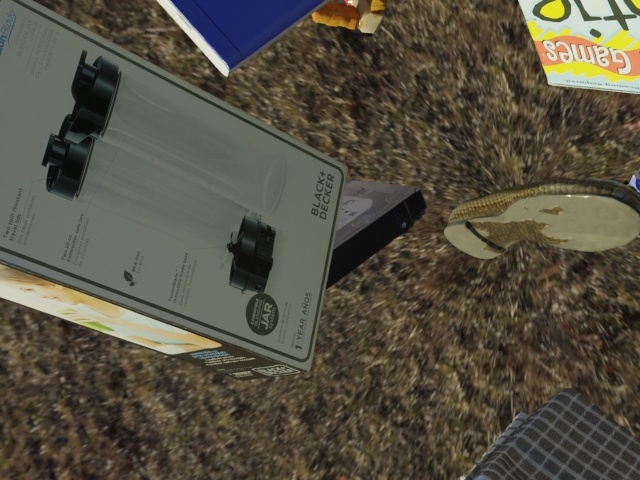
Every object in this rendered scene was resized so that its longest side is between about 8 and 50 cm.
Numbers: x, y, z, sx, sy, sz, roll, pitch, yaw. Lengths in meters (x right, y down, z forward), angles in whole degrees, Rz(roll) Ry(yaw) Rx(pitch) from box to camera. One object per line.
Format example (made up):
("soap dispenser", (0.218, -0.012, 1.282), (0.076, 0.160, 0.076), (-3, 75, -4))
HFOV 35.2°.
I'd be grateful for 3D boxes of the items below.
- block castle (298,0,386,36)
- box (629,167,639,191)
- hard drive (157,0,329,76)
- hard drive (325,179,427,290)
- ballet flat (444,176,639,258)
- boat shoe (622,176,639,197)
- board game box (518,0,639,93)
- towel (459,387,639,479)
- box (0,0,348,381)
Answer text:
("block castle", (-0.065, -0.589, 1.935), (0.453, 0.213, 0.303), (5, 130, -14))
("box", (0.548, -0.105, 1.577), (0.081, 0.028, 0.136), (38, 69, 21))
("hard drive", (-0.096, -0.430, 1.598), (0.318, 0.040, 0.210), (-40, 86, -20))
("hard drive", (0.000, 0.000, 1.817), (0.339, 0.237, 0.064), (-34, 114, -26))
("ballet flat", (0.193, -0.027, 0.886), (0.084, 0.250, 0.058), (38, 71, -15))
("boat shoe", (0.538, -0.077, 1.687), (0.319, 0.116, 0.099), (-13, 62, -8))
("board game box", (0.151, -0.191, 0.420), (0.142, 0.275, 0.144), (11, 69, 30))
("towel", (0.272, 0.288, 0.970), (0.283, 0.235, 0.121), (39, 133, 19))
("box", (-0.128, -0.026, 0.684), (0.087, 0.290, 0.169), (-15, 58, 50))
